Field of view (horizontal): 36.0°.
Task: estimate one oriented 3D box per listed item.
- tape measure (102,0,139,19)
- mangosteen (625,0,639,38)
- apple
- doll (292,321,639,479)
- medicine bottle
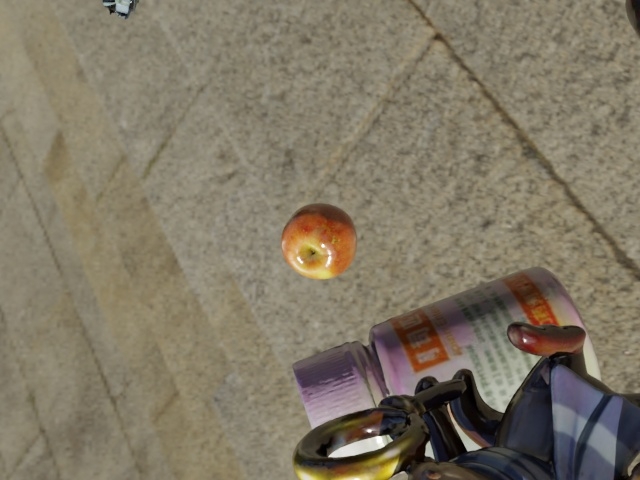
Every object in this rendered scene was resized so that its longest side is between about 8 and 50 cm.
[{"bbox_3d":[-0.274,-0.361,1.367,0.094,0.054,0.091,129,147,-69],"label":"tape measure"},{"bbox_3d":[0.657,-0.405,1.682,0.235,0.261,0.235,-19,65,50],"label":"mangosteen"},{"bbox_3d":[0.000,0.000,2.070,0.163,0.139,0.163,9,121,15],"label":"apple"},{"bbox_3d":[0.172,0.219,0.934,0.318,0.340,0.209,16,131,35],"label":"doll"},{"bbox_3d":[0.171,0.197,1.375,0.388,0.219,0.219,-20,65,-2],"label":"medicine bottle"}]
